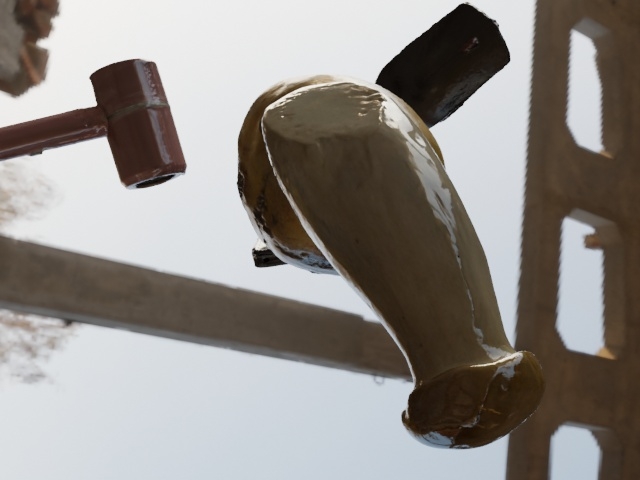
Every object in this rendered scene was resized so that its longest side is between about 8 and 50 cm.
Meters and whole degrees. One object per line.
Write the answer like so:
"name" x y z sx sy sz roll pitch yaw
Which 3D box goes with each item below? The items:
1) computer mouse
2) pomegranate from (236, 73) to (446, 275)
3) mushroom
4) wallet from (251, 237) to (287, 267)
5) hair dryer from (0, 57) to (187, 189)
"computer mouse" 0.238 -0.340 1.901 0.295 0.087 0.168 -40 -90 20
"pomegranate" 0.018 -0.080 1.112 0.260 0.261 0.260 -23 -121 47
"mushroom" 0.057 -0.002 0.746 0.128 0.128 0.350 -44 -120 35
"wallet" 0.000 0.002 1.550 0.167 0.222 0.036 -86 172 -77
"hair dryer" -0.425 -0.172 1.639 0.125 0.353 0.210 155 -82 -73
